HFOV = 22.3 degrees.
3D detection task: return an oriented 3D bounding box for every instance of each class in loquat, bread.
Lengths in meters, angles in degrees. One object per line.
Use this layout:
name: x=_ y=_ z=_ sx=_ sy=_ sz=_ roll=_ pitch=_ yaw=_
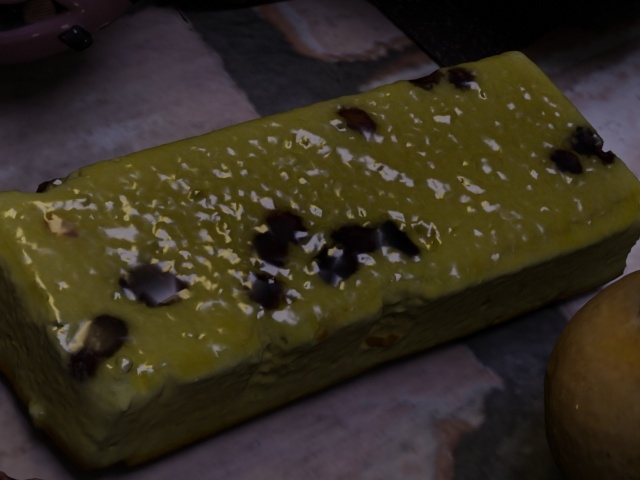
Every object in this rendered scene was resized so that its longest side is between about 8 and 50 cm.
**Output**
loquat: x=0.187 y=0.090 z=0.773 sx=0.172 sy=0.149 sz=0.204 roll=48 pitch=16 yaw=15
bread: x=0.000 y=0.000 z=0.832 sx=0.361 sy=0.077 sz=0.138 roll=-18 pitch=61 yaw=-33

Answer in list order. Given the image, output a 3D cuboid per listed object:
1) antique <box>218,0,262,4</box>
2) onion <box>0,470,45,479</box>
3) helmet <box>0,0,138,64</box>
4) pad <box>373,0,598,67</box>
antique: x=-0.014 y=-0.205 z=0.988 sx=0.220 sy=0.080 sz=0.081 roll=-17 pitch=61 yaw=-28
onion: x=-0.116 y=0.210 z=0.535 sx=0.206 sy=0.216 sz=0.207 roll=-2 pitch=55 yaw=-52
helmet: x=-0.203 y=-0.187 z=0.847 sx=0.253 sy=0.198 sz=0.154 roll=27 pitch=92 yaw=10
pad: x=0.046 y=-0.251 z=1.105 sx=0.330 sy=0.004 sz=0.220 roll=45 pitch=50 yaw=15
